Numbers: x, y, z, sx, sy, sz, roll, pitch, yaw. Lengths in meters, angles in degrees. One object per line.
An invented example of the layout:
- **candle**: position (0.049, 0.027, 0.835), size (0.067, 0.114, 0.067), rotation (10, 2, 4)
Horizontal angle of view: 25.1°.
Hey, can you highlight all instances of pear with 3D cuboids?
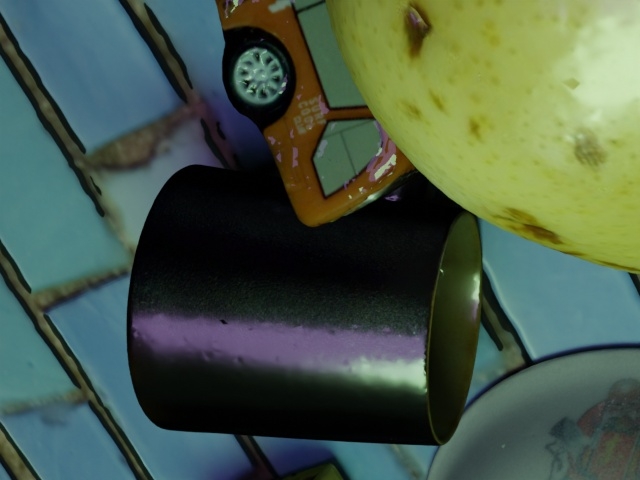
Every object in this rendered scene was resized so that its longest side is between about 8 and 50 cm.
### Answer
- **pear**: position (0.154, -0.132, 0.623), size (0.309, 0.309, 0.309), rotation (11, 120, 20)

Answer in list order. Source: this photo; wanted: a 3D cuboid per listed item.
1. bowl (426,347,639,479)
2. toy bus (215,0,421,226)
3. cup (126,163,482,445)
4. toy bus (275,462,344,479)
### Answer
- **bowl**: position (0.201, 0.249, 0.883), size (0.345, 0.157, 0.346), rotation (11, 119, 20)
- **toy bus**: position (-0.037, -0.211, 0.742), size (0.092, 0.093, 0.409), rotation (-17, 96, 29)
- **cup**: position (-0.005, 0.011, 0.851), size (0.176, 0.166, 0.239), rotation (6, 120, 19)
- **toy bus**: position (0.036, 0.325, 1.022), size (0.121, 0.123, 0.336), rotation (-25, 104, 32)
